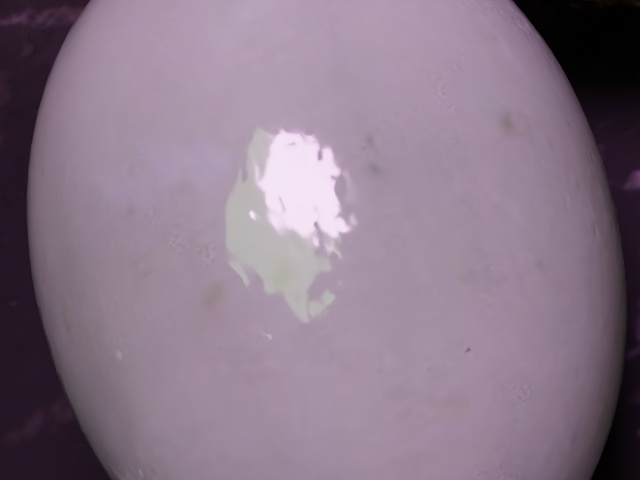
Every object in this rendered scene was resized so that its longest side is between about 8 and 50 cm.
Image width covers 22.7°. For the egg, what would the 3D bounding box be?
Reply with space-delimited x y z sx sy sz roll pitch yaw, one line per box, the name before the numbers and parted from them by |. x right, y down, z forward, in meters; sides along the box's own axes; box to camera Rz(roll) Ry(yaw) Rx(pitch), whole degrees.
egg | 0.000 0.000 0.561 0.203 0.203 0.282 -19 59 14

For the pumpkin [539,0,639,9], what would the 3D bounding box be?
pumpkin | 0.127 -0.173 0.641 0.219 0.162 0.219 -3 42 2
